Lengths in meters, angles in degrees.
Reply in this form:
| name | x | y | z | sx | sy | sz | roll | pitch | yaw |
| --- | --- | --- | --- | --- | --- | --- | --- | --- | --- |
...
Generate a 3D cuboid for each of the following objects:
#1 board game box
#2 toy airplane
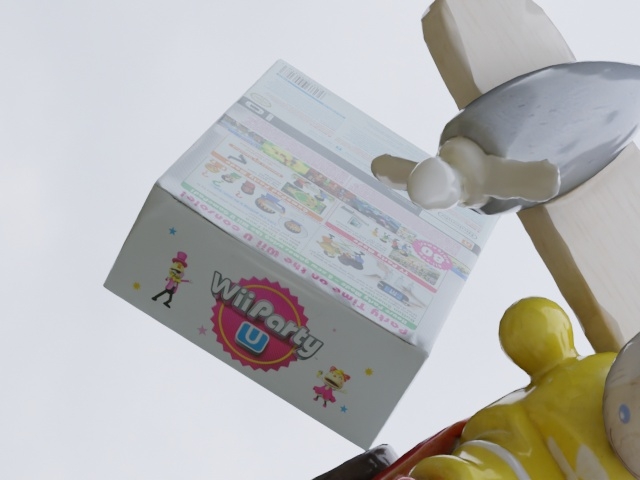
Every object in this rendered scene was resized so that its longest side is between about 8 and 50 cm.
| name | x | y | z | sx | sy | sz | roll | pitch | yaw |
| --- | --- | --- | --- | --- | --- | --- | --- | --- | --- |
| board game box | 0.000 | 0.000 | 1.488 | 0.097 | 0.224 | 0.303 | -59 | 177 | 25 |
| toy airplane | 0.187 | 0.090 | 1.004 | 0.272 | 0.386 | 0.384 | 113 | -5 | -76 |
